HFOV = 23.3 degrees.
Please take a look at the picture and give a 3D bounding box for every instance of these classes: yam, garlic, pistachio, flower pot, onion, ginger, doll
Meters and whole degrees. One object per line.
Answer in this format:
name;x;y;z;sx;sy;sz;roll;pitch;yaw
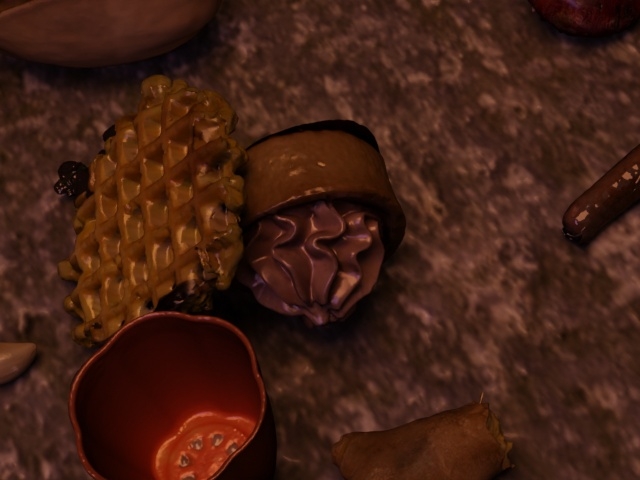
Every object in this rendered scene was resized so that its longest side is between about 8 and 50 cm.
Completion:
yam;0.349;-0.087;1.607;0.264;0.046;0.046;-39;60;-13
garlic;-0.344;0.125;1.637;0.083;0.041;0.053;8;57;25
pistachio;-0.262;-0.292;1.776;0.318;0.214;0.193;-13;96;10
flower pot;-0.123;0.187;1.472;0.191;0.173;0.190;-6;57;10
onion;0.298;-0.304;1.692;0.150;0.140;0.150;2;64;-5
ginger;0.024;0.298;1.426;0.236;0.166;0.375;-1;38;36
doll;-0.213;-0.084;1.724;0.165;0.057;0.139;2;63;19

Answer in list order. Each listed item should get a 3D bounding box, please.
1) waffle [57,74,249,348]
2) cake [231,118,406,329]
waffle;-0.172;-0.011;1.563;0.311;0.060;0.307;-62;37;20
cake;0.000;0.000;1.551;0.208;0.185;0.178;-15;60;-18
